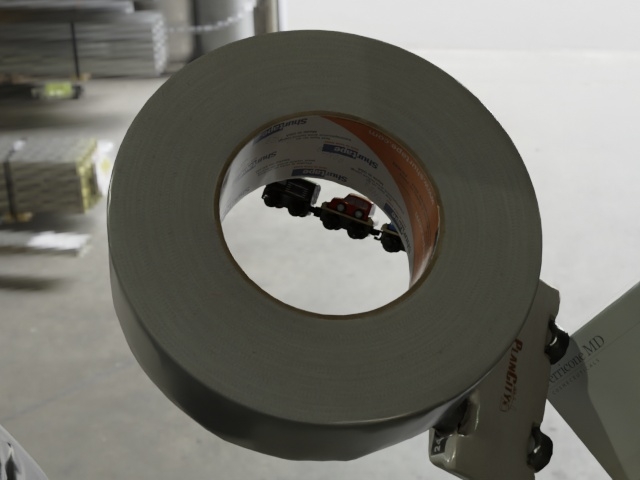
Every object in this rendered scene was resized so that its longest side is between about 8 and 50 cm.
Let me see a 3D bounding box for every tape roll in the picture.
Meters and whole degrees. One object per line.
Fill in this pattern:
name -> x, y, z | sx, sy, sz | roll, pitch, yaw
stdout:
tape roll -> 0.000, 0.000, 0.588 | 0.219, 0.072, 0.219 | 4, 65, -8

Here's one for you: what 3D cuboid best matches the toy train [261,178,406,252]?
toy train -> 0.027, -0.021, 0.911 | 0.158, 0.036, 0.027 | 21, 5, 16

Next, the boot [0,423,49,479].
boot -> -0.281, 0.257, 0.719 | 0.284, 0.377, 0.138 | -17, 47, 5

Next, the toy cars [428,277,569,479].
toy cars -> 0.160, 0.207, 0.866 | 0.176, 0.394, 0.087 | -14, -10, -39

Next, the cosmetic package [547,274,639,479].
cosmetic package -> 0.328, 0.112, 0.892 | 0.138, 0.224, 0.225 | -24, 72, -47
